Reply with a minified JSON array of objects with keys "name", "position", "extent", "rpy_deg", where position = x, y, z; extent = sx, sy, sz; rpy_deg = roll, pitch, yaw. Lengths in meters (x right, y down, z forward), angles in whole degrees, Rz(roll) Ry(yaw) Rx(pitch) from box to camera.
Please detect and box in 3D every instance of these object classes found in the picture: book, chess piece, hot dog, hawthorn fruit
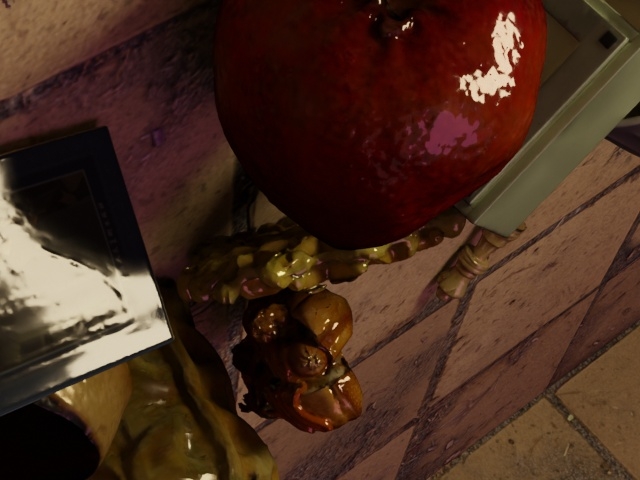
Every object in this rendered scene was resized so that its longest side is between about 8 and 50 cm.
[{"name":"book","position":[-0.246,0.033,1.034],"extent":[0.269,0.191,0.025],"rpy_deg":[-22,-173,-42]},{"name":"chess piece","position":[0.227,0.025,1.976],"extent":[0.172,0.060,0.060],"rpy_deg":[-50,157,26]},{"name":"hot dog","position":[-0.037,0.121,1.440],"extent":[0.117,0.158,0.349],"rpy_deg":[-8,-177,-8]},{"name":"hawthorn fruit","position":[0.038,-0.121,1.107],"extent":[0.265,0.265,0.307],"rpy_deg":[-35,164,-18]}]

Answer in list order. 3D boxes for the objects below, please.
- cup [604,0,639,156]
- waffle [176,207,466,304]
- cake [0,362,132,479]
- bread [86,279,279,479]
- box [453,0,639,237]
[{"name":"cup","position":[0.385,-0.259,1.516],"extent":[0.327,0.236,0.323],"rpy_deg":[7,97,-61]},{"name":"waffle","position":[0.001,0.003,1.375],"extent":[0.311,0.060,0.307],"rpy_deg":[-15,-173,-11]},{"name":"cake","position":[-0.264,0.101,1.165],"extent":[0.207,0.178,0.185],"rpy_deg":[17,142,-20]},{"name":"bread","position":[-0.175,0.189,1.354],"extent":[0.238,0.252,0.196],"rpy_deg":[-24,157,-27]},{"name":"box","position":[0.159,-0.163,1.269],"extent":[0.225,0.225,0.117],"rpy_deg":[-47,158,12]}]
